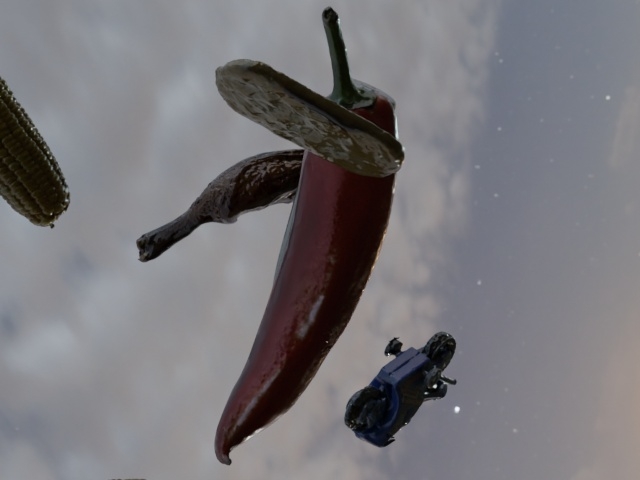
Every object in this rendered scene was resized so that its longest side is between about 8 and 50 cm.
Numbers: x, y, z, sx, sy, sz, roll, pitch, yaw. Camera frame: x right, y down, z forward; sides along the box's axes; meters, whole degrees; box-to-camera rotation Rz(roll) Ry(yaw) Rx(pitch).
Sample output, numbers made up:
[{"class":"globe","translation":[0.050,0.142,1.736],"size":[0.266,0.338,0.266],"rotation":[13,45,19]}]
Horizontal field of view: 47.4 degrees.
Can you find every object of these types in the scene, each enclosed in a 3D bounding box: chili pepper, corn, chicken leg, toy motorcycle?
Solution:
[{"class":"chili pepper","translation":[0.002,0.005,0.622],"size":[0.137,0.091,0.369],"rotation":[2,-79,-66]},{"class":"corn","translation":[-0.427,-0.152,0.946],"size":[0.102,0.102,0.313],"rotation":[-47,-66,-42]},{"class":"chicken leg","translation":[-0.126,-0.075,1.202],"size":[0.158,0.406,0.096],"rotation":[87,158,-75]},{"class":"toy motorcycle","translation":[0.100,0.192,0.911],"size":[0.205,0.076,0.114],"rotation":[-26,-45,-38]}]

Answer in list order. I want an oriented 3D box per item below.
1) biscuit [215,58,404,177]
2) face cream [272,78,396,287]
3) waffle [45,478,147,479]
[{"class":"biscuit","translation":[-0.007,-0.083,0.509],"size":[0.018,0.147,0.071],"rotation":[-67,10,-18]},{"class":"face cream","translation":[0.000,-0.059,0.969],"size":[0.314,0.089,0.143],"rotation":[-64,-3,22]},{"class":"waffle","translation":[-0.241,0.404,0.939],"size":[0.055,0.221,0.248],"rotation":[-51,-32,4]}]
